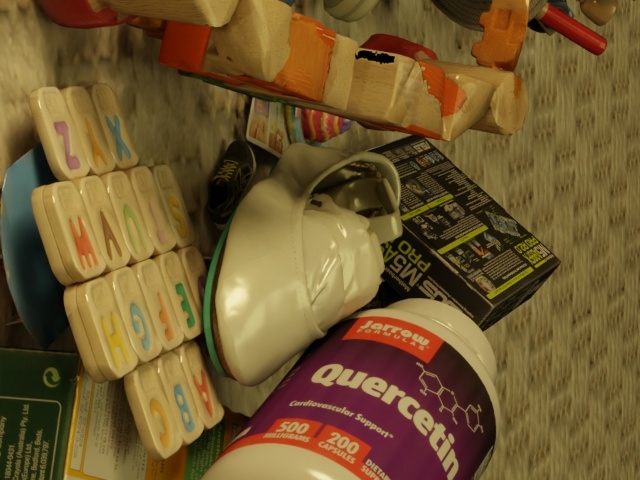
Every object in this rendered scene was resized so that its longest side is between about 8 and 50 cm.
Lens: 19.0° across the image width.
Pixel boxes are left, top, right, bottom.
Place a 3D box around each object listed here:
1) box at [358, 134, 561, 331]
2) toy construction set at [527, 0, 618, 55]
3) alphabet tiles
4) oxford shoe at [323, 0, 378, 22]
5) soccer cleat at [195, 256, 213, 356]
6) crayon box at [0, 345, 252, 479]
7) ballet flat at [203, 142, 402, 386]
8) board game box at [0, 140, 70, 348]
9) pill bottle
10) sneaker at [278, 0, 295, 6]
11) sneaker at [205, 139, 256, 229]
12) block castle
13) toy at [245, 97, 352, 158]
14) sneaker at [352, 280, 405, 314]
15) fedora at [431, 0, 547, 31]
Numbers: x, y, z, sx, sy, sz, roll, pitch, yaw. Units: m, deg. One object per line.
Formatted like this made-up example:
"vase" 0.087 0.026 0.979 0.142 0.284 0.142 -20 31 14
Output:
"box" 0.120 -0.007 1.974 0.060 0.216 0.270 -51 170 21
"toy construction set" 0.248 -0.380 2.297 0.237 0.257 0.309 27 37 -20
"alphabet tiles" -0.136 0.016 1.411 0.284 0.021 0.278 -23 95 -77
"oxford shoe" 0.049 -0.434 1.859 0.130 0.169 0.449 14 86 -24
"soccer cleat" -0.088 0.055 1.632 0.196 0.068 0.076 29 63 -64
"crayon box" -0.156 0.208 1.445 0.323 0.083 0.203 33 62 -65
"ballet flat" 0.000 0.000 1.630 0.400 0.139 0.139 -65 152 -68
"board game box" -0.203 -0.004 1.372 0.169 0.033 0.133 -54 137 -63
"pill bottle" 0.034 0.174 1.546 0.323 0.181 0.181 -49 137 -54
"sneaker" -0.068 -0.303 1.632 0.090 0.081 0.232 -23 115 -52
"sneaker" -0.079 -0.052 1.683 0.035 0.031 0.083 47 49 -61
"block castle" -0.007 -0.257 1.512 0.453 0.213 0.303 14 89 -50
"toy" -0.005 -0.137 1.832 0.237 0.056 0.137 25 71 -67
"sneaker" 0.090 0.134 1.958 0.227 0.130 0.087 66 -5 -27
"fedora" 0.129 -0.348 1.990 0.124 0.243 0.275 -11 108 -38
